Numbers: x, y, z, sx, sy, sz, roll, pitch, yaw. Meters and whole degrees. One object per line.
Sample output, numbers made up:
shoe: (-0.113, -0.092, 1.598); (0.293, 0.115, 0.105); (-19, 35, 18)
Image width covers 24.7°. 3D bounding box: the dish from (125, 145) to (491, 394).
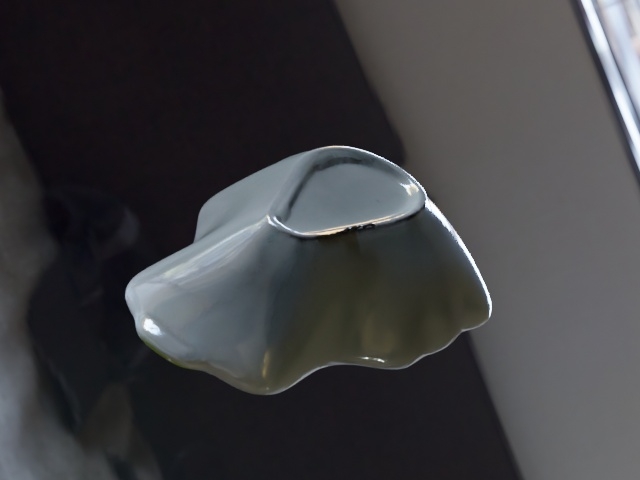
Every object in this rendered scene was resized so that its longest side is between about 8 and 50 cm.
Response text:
dish: (0.000, 0.000, 0.447); (0.091, 0.039, 0.137); (36, 32, 21)
